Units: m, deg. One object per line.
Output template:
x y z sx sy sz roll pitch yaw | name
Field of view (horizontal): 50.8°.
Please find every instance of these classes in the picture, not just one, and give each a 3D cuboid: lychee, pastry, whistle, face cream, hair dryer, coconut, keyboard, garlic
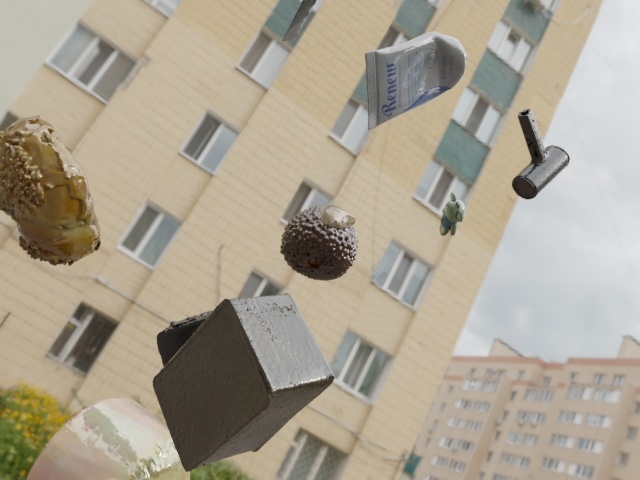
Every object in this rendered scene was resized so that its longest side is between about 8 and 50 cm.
0.000 0.000 2.256 0.267 0.267 0.267 25 -20 10 | lychee
-0.558 -0.086 1.333 0.255 0.162 0.311 37 -33 30 | pastry
0.469 -0.079 2.410 0.077 0.114 0.236 -13 -23 -9 | whistle
0.288 -0.510 2.046 0.137 0.420 0.235 31 -43 41 | face cream
0.627 -0.271 1.987 0.089 0.197 0.251 11 -46 52 | hair dryer
-0.434 0.481 1.385 0.309 0.297 0.297 25 -19 32 | coconut
-0.058 -0.690 2.046 0.015 0.074 0.196 47 -51 15 | keyboard
0.038 -0.066 1.814 0.084 0.066 0.152 -1 -2 26 | garlic

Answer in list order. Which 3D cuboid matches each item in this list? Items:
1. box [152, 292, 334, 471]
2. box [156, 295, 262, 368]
-0.133 0.234 1.108 0.143 0.184 0.273 0 -38 -45 | box
-0.251 0.356 1.888 0.091 0.359 0.350 -82 155 -80 | box
